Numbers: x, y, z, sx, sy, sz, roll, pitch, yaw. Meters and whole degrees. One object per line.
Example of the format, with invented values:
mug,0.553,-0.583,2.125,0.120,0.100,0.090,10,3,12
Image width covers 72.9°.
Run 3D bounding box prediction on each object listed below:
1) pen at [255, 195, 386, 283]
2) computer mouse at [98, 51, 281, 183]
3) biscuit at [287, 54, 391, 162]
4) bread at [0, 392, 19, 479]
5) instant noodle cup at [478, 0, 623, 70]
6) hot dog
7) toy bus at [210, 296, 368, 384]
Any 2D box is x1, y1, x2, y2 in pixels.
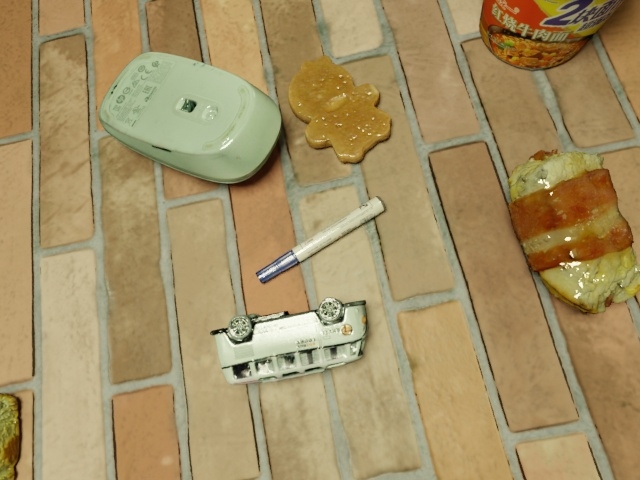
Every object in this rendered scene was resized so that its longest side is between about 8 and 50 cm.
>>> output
pen,0.000,0.000,0.606,0.204,0.025,0.025,-32,73,-2
computer mouse,-0.188,-0.177,0.639,0.288,0.097,0.160,22,79,23
biscuit,0.021,-0.197,0.657,0.184,0.027,0.133,37,82,16
bread,-0.464,0.272,0.554,0.127,0.069,0.140,-6,77,5
instant noodle cup,0.320,-0.354,0.593,0.213,0.174,0.213,-2,74,7
hot dog,0.310,-0.013,0.541,0.146,0.103,0.213,-7,82,-18
toy bus,-0.032,0.125,0.544,0.193,0.087,0.089,-12,80,2
